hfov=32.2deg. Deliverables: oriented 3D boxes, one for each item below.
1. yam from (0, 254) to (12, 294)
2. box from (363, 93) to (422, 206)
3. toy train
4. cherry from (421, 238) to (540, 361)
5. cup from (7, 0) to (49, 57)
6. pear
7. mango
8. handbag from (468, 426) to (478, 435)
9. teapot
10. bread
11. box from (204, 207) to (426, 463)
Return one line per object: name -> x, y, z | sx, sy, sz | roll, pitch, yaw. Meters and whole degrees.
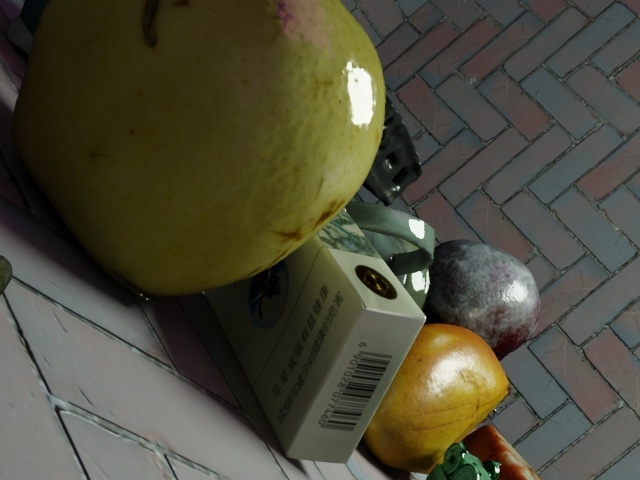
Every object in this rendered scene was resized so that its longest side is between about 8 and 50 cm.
yam -> -0.175, 0.043, 0.529 | 0.029, 0.027, 0.234 | 18, 12, -10
box -> -0.033, -0.207, 1.325 | 0.350, 0.091, 0.359 | 46, 0, 19
toy train -> 0.166, 0.302, 1.241 | 0.071, 0.104, 0.178 | 31, 11, -18
cherry -> 0.202, 0.087, 1.543 | 0.195, 0.195, 0.195 | 49, 4, -5
cup -> -0.258, -0.256, 1.263 | 0.299, 0.173, 0.167 | 50, 5, 4
pear -> -0.102, -0.110, 0.917 | 0.309, 0.309, 0.309 | 49, 4, -5
mango -> 0.124, 0.191, 1.350 | 0.138, 0.187, 0.257 | 30, 5, 26
handbag -> 0.241, 0.332, 1.997 | 0.212, 0.059, 0.157 | 49, 7, 12
teapot -> 0.000, 0.000, 1.302 | 0.337, 0.271, 0.200 | 40, 56, -55
bread -> 0.305, 0.416, 1.591 | 0.327, 0.114, 0.295 | 48, 5, -8
box -> -0.015, 0.060, 1.032 | 0.069, 0.164, 0.256 | 12, 26, -31
